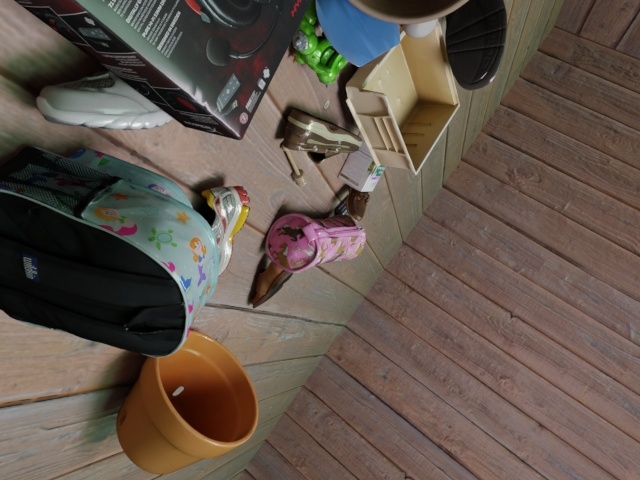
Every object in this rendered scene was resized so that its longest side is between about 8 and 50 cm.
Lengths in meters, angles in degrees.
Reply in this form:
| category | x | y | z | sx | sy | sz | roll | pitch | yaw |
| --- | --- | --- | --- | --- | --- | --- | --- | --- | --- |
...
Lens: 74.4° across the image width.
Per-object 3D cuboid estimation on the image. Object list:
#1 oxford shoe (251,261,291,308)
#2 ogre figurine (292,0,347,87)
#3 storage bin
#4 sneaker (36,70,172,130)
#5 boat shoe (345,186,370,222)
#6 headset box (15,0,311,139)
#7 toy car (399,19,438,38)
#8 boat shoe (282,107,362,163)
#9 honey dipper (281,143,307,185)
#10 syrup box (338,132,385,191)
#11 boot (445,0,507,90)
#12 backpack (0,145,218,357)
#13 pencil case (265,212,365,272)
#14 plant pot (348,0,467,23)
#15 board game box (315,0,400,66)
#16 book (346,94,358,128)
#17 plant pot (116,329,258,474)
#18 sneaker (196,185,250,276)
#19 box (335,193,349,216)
| category | x | y | z | sx | sy | sz | roll | pitch | yaw |
| --- | --- | --- | --- | --- | --- | --- | --- | --- | --- |
| oxford shoe | -0.153 | 0.123 | 1.207 | 0.076 | 0.076 | 0.212 | -35 | 169 | -49 |
| ogre figurine | 0.007 | -0.360 | 0.746 | 0.197 | 0.096 | 0.118 | 36 | 77 | -82 |
| storage bin | 0.210 | -0.354 | 1.042 | 0.262 | 0.123 | 0.260 | -55 | 137 | -19 |
| sneaker | -0.208 | -0.210 | 0.519 | 0.281 | 0.105 | 0.116 | -38 | 131 | -44 |
| boat shoe | 0.122 | -0.133 | 1.328 | 0.060 | 0.064 | 0.178 | -32 | -146 | 36 |
| headset box | -0.148 | -0.263 | 0.374 | 0.293 | 0.110 | 0.218 | 35 | 78 | -56 |
| toy car | 0.161 | -0.506 | 0.841 | 0.136 | 0.159 | 0.182 | -11 | 148 | -10 |
| boat shoe | 0.001 | -0.224 | 0.962 | 0.257 | 0.095 | 0.095 | 2 | 118 | -54 |
| honey dipper | -0.063 | -0.176 | 0.980 | 0.030 | 0.030 | 0.161 | -52 | 159 | -9 |
| syrup box | 0.156 | -0.267 | 1.249 | 0.093 | 0.096 | 0.237 | -13 | 134 | -60 |
| boot | 0.392 | -0.562 | 1.083 | 0.284 | 0.138 | 0.378 | -20 | 99 | -67 |
| backpack | -0.252 | 0.021 | 0.516 | 0.191 | 0.253 | 0.225 | -64 | 173 | -51 |
| pencil case | 0.000 | 0.000 | 1.222 | 0.386 | 0.160 | 0.167 | -7 | 125 | -64 |
| plant pot | 0.143 | -0.506 | 0.616 | 0.263 | 0.262 | 0.230 | 81 | 22 | -63 |
| board game box | 0.057 | -0.362 | 0.704 | 0.168 | 0.133 | 0.033 | -41 | -168 | -29 |
| book | 0.116 | -0.364 | 1.093 | 0.096 | 0.035 | 0.144 | -57 | 161 | -7 |
| plant pot | -0.314 | 0.382 | 0.958 | 0.203 | 0.291 | 0.291 | -42 | 163 | 12 |
| sneaker | -0.220 | -0.012 | 0.821 | 0.092 | 0.088 | 0.225 | -1 | 126 | -42 |
| box | 0.093 | -0.096 | 1.484 | 0.116 | 0.029 | 0.162 | -47 | 161 | -25 |
